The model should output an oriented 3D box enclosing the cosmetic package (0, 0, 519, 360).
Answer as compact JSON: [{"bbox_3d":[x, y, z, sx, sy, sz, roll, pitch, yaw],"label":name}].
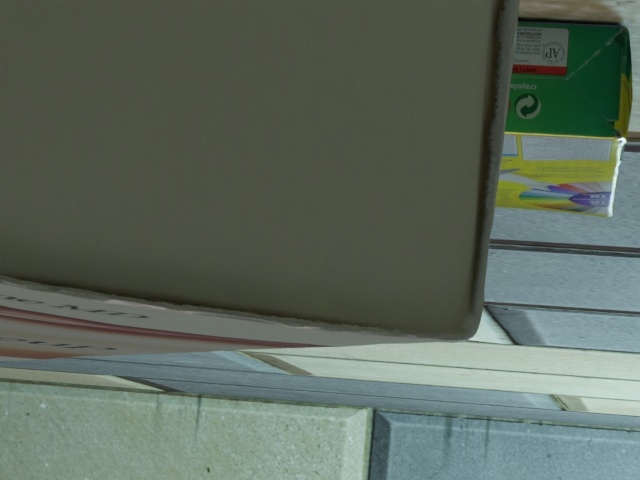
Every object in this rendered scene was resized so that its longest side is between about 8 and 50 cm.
[{"bbox_3d":[-0.096,-0.040,0.483,0.153,0.129,0.296,11,170,-28],"label":"cosmetic package"}]

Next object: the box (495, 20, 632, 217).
[{"bbox_3d":[0.058,-0.040,0.715,0.105,0.043,0.179,4,170,7],"label":"box"}]
